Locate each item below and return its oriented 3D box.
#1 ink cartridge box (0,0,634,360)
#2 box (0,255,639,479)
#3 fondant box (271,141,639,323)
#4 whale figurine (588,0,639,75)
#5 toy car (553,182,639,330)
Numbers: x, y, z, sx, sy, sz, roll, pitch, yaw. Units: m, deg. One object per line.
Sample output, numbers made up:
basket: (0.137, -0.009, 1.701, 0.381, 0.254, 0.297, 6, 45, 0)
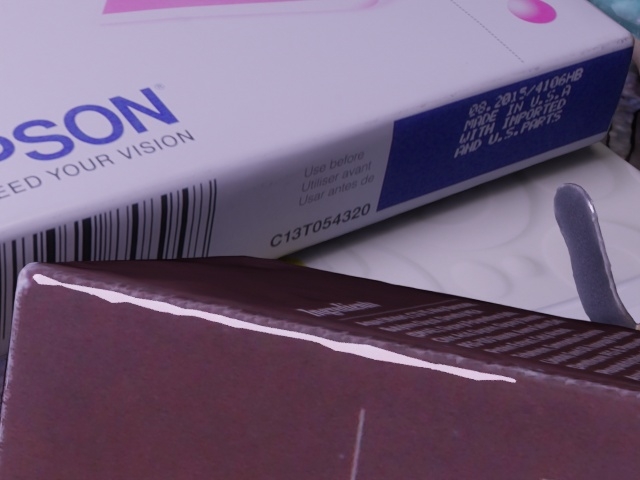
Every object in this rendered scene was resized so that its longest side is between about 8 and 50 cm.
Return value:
ink cartridge box: (-0.093, -0.111, 0.692, 0.324, 0.071, 0.330, -21, 49, -32)
box: (0.103, 0.127, 0.405, 0.381, 0.191, 0.143, 11, 5, 20)
fondant box: (0.000, 0.000, 0.704, 0.238, 0.096, 0.330, -21, 47, -34)
whale figurine: (0.256, -0.147, 0.910, 0.216, 0.141, 0.272, 1, 39, -11)
toy car: (0.146, 0.057, 0.526, 0.155, 0.188, 0.149, -5, 29, 49)
